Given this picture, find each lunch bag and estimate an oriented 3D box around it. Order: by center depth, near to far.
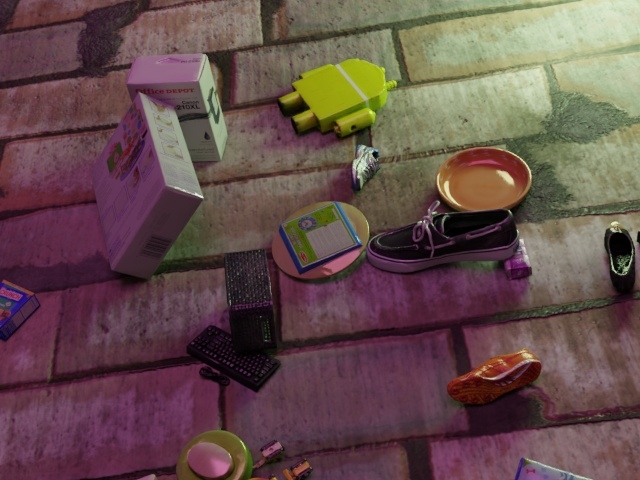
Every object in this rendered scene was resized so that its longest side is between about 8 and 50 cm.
[{"bbox_3d":[0.352,0.432,1.621,0.129,0.096,0.151,15,65,20],"label":"lunch bag"}]

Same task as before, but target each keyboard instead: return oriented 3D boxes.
[{"bbox_3d":[-0.174,0.226,1.964,0.180,0.023,0.108,24,55,30],"label":"keyboard"}]

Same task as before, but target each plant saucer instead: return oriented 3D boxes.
[{"bbox_3d":[0.343,-0.119,2.194,0.200,0.037,0.200,-5,45,5],"label":"plant saucer"}]

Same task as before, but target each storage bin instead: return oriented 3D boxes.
[{"bbox_3d":[-0.134,0.114,1.982,0.085,0.122,0.180,-7,40,-4],"label":"storage bin"}]

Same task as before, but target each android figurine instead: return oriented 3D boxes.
[{"bbox_3d":[0.043,-0.341,2.453,0.273,0.056,0.248,-24,47,-12],"label":"android figurine"}]

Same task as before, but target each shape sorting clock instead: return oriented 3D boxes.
[{"bbox_3d":[0.000,0.000,2.138,0.206,0.040,0.206,-8,46,8],"label":"shape sorting clock"}]

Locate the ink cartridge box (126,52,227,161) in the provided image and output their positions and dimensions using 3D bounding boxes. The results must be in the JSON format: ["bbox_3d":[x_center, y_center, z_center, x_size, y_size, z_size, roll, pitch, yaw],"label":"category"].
[{"bbox_3d":[-0.321,-0.295,2.347,0.172,0.237,0.100,-1,46,10],"label":"ink cartridge box"}]

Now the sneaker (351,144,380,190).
[{"bbox_3d":[0.100,-0.160,2.270,0.058,0.052,0.135,5,48,10],"label":"sneaker"}]

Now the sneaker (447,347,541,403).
[{"bbox_3d":[0.304,0.242,1.845,0.175,0.064,0.067,-15,25,-11],"label":"sneaker"}]

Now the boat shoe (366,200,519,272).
[{"bbox_3d":[0.231,-0.011,2.044,0.307,0.105,0.113,-2,45,22],"label":"boat shoe"}]

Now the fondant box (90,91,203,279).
[{"bbox_3d":[-0.372,-0.118,2.187,0.096,0.238,0.330,17,33,-35],"label":"fondant box"}]

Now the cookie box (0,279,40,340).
[{"bbox_3d":[-0.644,0.141,2.121,0.092,0.040,0.107,19,51,27],"label":"cookie box"}]

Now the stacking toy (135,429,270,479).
[{"bbox_3d":[-0.210,0.429,1.672,0.309,0.130,0.279,-27,51,-9],"label":"stacking toy"}]

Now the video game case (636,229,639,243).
[{"bbox_3d":[0.799,-0.019,2.012,0.275,0.035,0.248,32,58,34],"label":"video game case"}]

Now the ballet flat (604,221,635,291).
[{"bbox_3d":[0.580,0.024,2.000,0.058,0.049,0.173,-2,46,8],"label":"ballet flat"}]

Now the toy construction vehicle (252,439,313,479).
[{"bbox_3d":[-0.075,0.393,1.780,0.098,0.035,0.086,-32,60,-16],"label":"toy construction vehicle"}]

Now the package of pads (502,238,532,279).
[{"bbox_3d":[0.382,0.035,2.039,0.050,0.032,0.083,-10,45,6],"label":"package of pads"}]
